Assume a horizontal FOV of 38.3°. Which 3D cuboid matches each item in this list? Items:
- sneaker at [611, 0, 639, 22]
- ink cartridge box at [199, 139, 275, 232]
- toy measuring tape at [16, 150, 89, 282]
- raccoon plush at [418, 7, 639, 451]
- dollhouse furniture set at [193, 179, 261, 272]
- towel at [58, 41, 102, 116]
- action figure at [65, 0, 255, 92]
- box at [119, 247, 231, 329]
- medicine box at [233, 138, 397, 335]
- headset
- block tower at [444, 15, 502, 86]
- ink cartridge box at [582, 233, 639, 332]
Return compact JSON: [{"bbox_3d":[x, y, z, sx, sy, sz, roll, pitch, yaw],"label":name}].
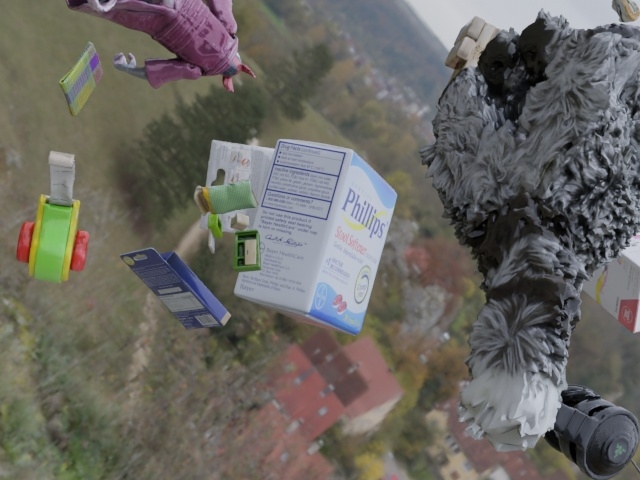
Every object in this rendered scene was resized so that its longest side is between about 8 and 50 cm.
[{"bbox_3d":[0.462,-0.376,1.429,0.083,0.032,0.037,65,-19,-9],"label":"sneaker"},{"bbox_3d":[-0.114,-0.095,1.815,0.224,0.181,0.056,9,6,-3],"label":"ink cartridge box"},{"bbox_3d":[-0.419,-0.014,1.449,0.121,0.121,0.330,54,-28,12],"label":"toy measuring tape"},{"bbox_3d":[0.251,0.001,0.890,0.299,0.446,0.216,27,-16,-36],"label":"raccoon plush"},{"bbox_3d":[-0.116,-0.016,1.224,0.152,0.076,0.058,74,12,-61],"label":"dollhouse furniture set"},{"bbox_3d":[-0.252,-0.169,0.969,0.009,0.060,0.083,29,-16,2],"label":"towel"},{"bbox_3d":[-0.228,-0.375,1.497,0.370,0.248,0.276,37,-8,-33],"label":"action figure"},{"bbox_3d":[-0.297,0.092,1.876,0.225,0.136,0.036,51,53,-25],"label":"box"},{"bbox_3d":[0.000,0.000,1.648,0.149,0.289,0.263,13,-8,24],"label":"medicine box"},{"bbox_3d":[0.486,0.311,1.629,0.394,0.185,0.243,30,0,-6],"label":"headset"},{"bbox_3d":[0.334,-0.190,1.284,0.335,0.091,0.097,26,2,-4],"label":"block tower"},{"bbox_3d":[0.461,0.042,1.437,0.198,0.067,0.115,-126,-151,-58],"label":"ink cartridge box"}]
